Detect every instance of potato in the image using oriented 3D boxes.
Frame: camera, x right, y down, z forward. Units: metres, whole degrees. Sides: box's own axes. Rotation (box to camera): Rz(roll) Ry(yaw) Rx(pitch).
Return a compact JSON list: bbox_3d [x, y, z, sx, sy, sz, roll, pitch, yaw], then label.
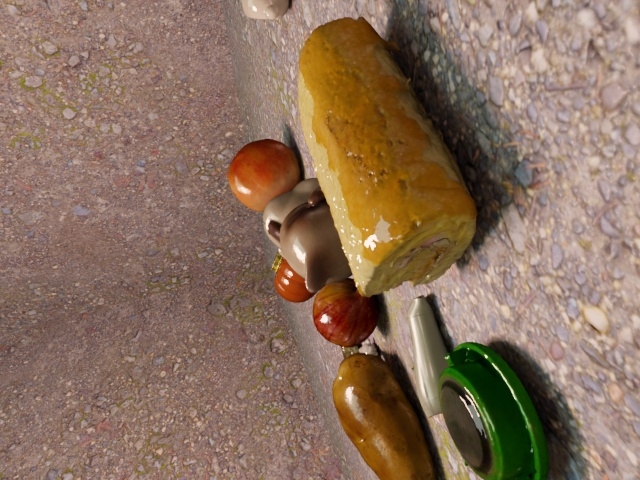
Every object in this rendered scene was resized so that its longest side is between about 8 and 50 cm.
[{"bbox_3d":[0.144,0.440,1.124,0.369,0.196,0.176,61,-163,22],"label":"potato"}]

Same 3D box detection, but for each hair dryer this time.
[{"bbox_3d":[0.196,0.226,0.918,0.237,0.076,0.206,86,173,-72],"label":"hair dryer"}]

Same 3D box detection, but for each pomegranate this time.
[{"bbox_3d":[-0.182,-0.211,1.650,0.270,0.252,0.229,46,165,24],"label":"pomegranate"}]

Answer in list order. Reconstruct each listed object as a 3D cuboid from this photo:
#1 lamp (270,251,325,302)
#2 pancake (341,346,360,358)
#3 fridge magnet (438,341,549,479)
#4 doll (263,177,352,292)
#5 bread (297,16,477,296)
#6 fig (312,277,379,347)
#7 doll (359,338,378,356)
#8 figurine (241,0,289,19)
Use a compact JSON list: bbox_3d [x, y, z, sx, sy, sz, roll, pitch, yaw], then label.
[{"bbox_3d":[-0.063,0.100,1.585,0.223,0.197,0.223,-157,90,-87],"label":"lamp"},{"bbox_3d":[0.089,0.302,1.520,0.253,0.037,0.253,166,90,-78],"label":"pancake"},{"bbox_3d":[0.231,0.244,0.659,0.208,0.088,0.207,165,90,-78],"label":"fridge magnet"},{"bbox_3d":[-0.012,-0.028,1.158,0.370,0.215,0.225,-150,41,-72],"label":"doll"},{"bbox_3d":[0.082,-0.129,0.711,0.236,0.165,0.375,100,154,-58],"label":"bread"},{"bbox_3d":[0.076,0.159,1.163,0.207,0.175,0.175,-48,53,44],"label":"fig"},{"bbox_3d":[0.130,0.325,1.303,0.135,0.072,0.113,-124,30,-70],"label":"doll"},{"bbox_3d":[-0.147,-0.693,1.199,0.155,0.127,0.235,-105,12,-56],"label":"figurine"}]
